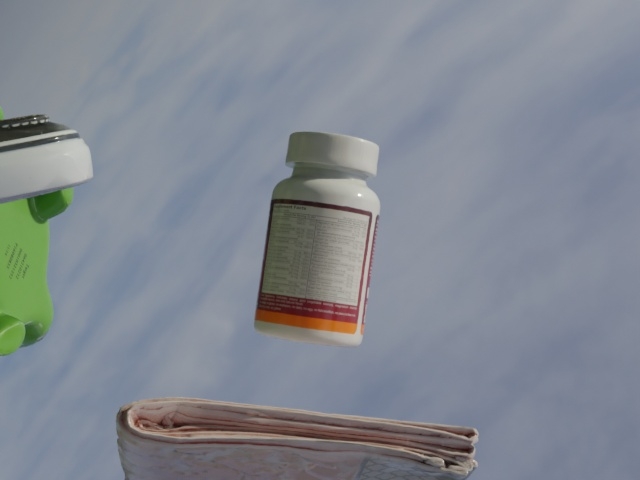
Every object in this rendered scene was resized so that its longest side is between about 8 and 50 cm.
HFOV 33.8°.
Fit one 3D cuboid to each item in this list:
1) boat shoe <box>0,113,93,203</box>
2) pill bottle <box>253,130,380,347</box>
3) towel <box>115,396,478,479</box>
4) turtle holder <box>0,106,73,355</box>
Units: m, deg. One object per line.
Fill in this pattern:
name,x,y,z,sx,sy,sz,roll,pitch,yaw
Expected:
boat shoe,-0.326,-0.071,0.717,0.121,0.335,0.119,-76,162,-85
pill bottle,0.000,0.000,1.145,0.121,0.121,0.221,179,-81,-66
towel,-0.036,0.241,1.031,0.332,0.317,0.053,105,-9,-60
turtle holder,-0.384,-0.008,1.040,0.227,0.320,0.243,-1,-100,18
